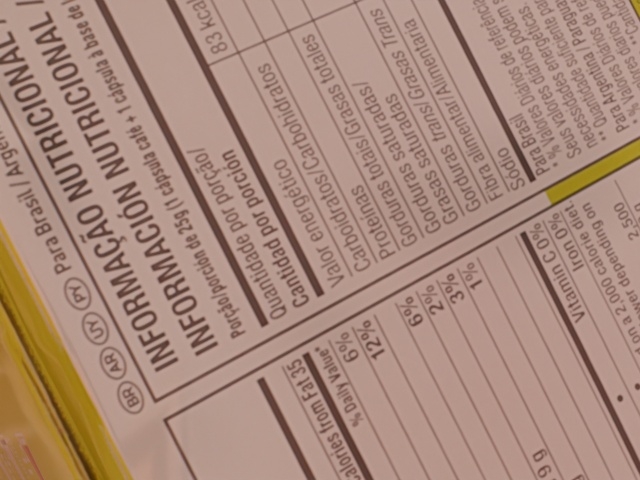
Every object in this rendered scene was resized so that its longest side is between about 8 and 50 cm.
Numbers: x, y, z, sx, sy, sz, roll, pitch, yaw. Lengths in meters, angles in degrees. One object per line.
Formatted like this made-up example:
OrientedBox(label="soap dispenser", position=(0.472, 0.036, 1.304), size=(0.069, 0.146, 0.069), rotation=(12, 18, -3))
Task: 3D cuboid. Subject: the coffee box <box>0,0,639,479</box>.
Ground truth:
OrientedBox(label="coffee box", position=(0.000, 0.000, 0.544), size=(0.334, 0.338, 0.338), rotation=(-28, 2, -24))
